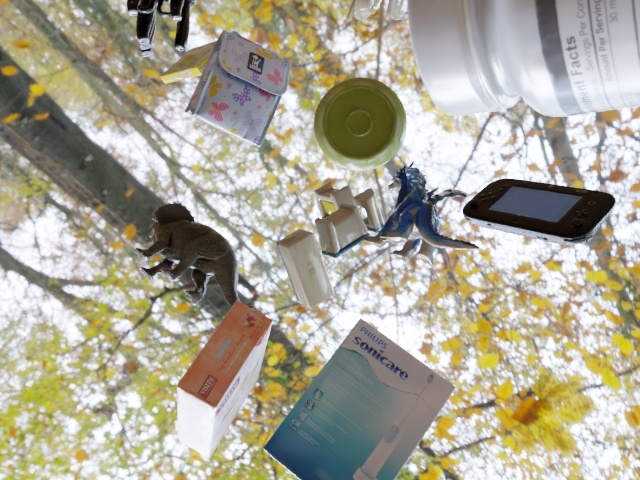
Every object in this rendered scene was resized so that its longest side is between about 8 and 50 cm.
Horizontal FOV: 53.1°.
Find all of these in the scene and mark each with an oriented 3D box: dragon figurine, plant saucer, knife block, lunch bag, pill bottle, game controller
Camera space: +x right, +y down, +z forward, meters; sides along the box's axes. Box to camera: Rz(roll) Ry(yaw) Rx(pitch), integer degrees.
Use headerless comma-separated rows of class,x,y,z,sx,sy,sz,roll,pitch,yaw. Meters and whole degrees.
dragon figurine,0.140,-0.047,0.868,0.144,0.085,0.289,-64,-172,-7
plant saucer,0.100,-0.298,1.630,0.240,0.037,0.241,0,-87,6
knife block,-0.233,-0.422,0.991,0.088,0.242,0.276,6,-152,-7
lunch bag,-0.072,-0.137,0.573,0.083,0.071,0.053,-65,-154,2
pill bottle,0.271,-0.216,0.539,0.360,0.204,0.204,-2,-123,33
game controller,0.470,-0.071,1.404,0.166,0.067,0.319,-46,-144,-20

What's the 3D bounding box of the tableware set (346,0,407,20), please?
tableware set,0.091,-0.344,0.797,0.020,0.141,0.168,29,-149,21

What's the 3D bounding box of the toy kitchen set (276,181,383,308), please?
toy kitchen set,0.000,0.000,1.136,0.207,0.122,0.166,-31,-154,-26

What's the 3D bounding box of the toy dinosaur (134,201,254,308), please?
toy dinosaur,-0.238,0.020,1.200,0.313,0.121,0.160,24,-123,27

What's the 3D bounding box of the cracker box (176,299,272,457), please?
cracker box,-0.148,0.215,0.969,0.067,0.232,0.156,28,-125,8

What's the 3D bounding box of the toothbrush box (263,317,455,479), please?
toothbrush box,0.071,0.328,1.170,0.216,0.126,0.296,34,-106,12

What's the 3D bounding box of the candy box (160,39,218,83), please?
candy box,-0.278,-0.397,1.422,0.105,0.027,0.205,-47,-150,-20
